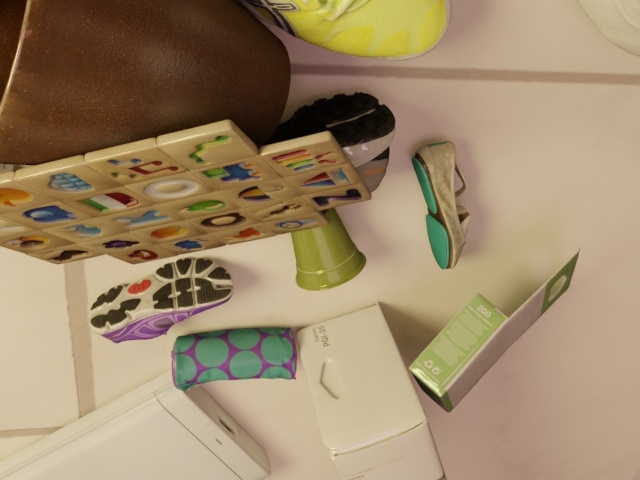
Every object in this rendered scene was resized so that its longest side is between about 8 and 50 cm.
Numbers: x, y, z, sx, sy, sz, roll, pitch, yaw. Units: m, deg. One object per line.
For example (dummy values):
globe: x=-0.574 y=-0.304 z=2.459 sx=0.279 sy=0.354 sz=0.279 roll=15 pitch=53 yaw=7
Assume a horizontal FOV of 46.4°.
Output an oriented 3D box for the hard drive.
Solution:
hard drive: x=-0.276 y=0.324 z=1.006 sx=0.353 sy=0.047 sz=0.233 roll=-28 pitch=127 yaw=8

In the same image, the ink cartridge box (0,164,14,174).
ink cartridge box: x=-0.316 y=-0.046 z=0.719 sx=0.028 sy=0.048 sz=0.083 roll=12 pitch=122 yaw=-22

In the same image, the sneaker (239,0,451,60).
sneaker: x=-0.043 y=-0.243 z=0.581 sx=0.384 sy=0.147 sz=0.145 roll=25 pitch=115 yaw=-30

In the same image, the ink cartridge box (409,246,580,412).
ink cartridge box: x=0.214 y=0.103 z=0.919 sx=0.235 sy=0.056 sz=0.171 roll=-47 pitch=157 yaw=-6

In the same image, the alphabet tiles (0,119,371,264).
alphabet tiles: x=-0.135 y=-0.029 z=0.668 sx=0.342 sy=0.011 sz=0.285 roll=-11 pitch=165 yaw=13

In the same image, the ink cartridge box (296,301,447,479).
ink cartridge box: x=0.078 y=0.253 z=0.940 sx=0.117 sy=0.207 sz=0.283 roll=-20 pitch=128 yaw=0

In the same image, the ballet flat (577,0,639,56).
ballet flat: x=0.273 y=-0.291 z=0.637 sx=0.139 sy=0.139 sz=0.400 roll=-33 pitch=127 yaw=11

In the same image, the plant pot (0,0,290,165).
plant pot: x=-0.147 y=-0.149 z=0.608 sx=0.230 sy=0.215 sz=0.215 roll=9 pitch=124 yaw=-36

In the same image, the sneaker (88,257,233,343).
sneaker: x=-0.175 y=0.072 z=0.846 sx=0.169 sy=0.068 sz=0.071 roll=-16 pitch=144 yaw=9

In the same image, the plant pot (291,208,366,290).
plant pot: x=0.000 y=0.000 z=0.822 sx=0.083 sy=0.083 sz=0.079 roll=-19 pitch=117 yaw=0

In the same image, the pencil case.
pencil case: x=-0.103 y=0.143 z=0.904 sx=0.151 sy=0.064 sz=0.070 roll=-3 pitch=110 yaw=-12

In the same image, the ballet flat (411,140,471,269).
ballet flat: x=0.145 y=-0.036 z=0.841 sx=0.052 sy=0.057 sz=0.168 roll=-25 pitch=129 yaw=-8

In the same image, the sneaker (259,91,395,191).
sneaker: x=-0.057 y=-0.064 z=0.744 sx=0.271 sy=0.100 sz=0.108 roll=-10 pitch=137 yaw=-5
